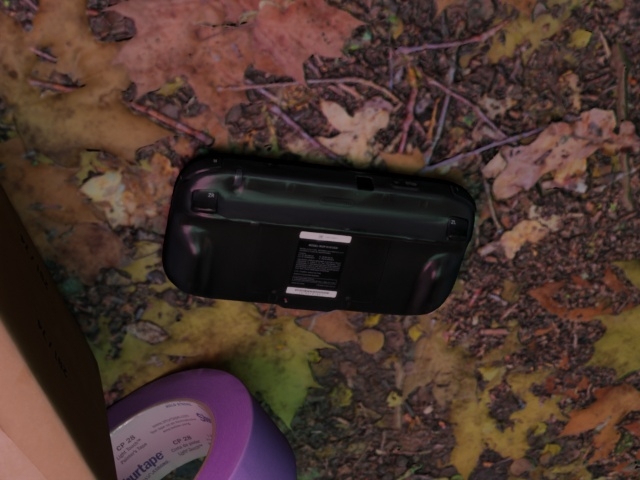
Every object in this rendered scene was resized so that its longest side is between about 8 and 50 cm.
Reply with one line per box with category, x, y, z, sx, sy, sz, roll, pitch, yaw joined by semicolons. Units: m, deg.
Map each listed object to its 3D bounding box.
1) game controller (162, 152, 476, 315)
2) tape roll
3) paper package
game controller;0.000;0.000;1.249;0.319;0.067;0.166;6;130;-14
tape roll;-0.162;0.259;1.216;0.274;0.275;0.090;-32;118;6
paper package;-0.325;0.097;1.082;0.168;0.309;0.325;-25;119;-3
